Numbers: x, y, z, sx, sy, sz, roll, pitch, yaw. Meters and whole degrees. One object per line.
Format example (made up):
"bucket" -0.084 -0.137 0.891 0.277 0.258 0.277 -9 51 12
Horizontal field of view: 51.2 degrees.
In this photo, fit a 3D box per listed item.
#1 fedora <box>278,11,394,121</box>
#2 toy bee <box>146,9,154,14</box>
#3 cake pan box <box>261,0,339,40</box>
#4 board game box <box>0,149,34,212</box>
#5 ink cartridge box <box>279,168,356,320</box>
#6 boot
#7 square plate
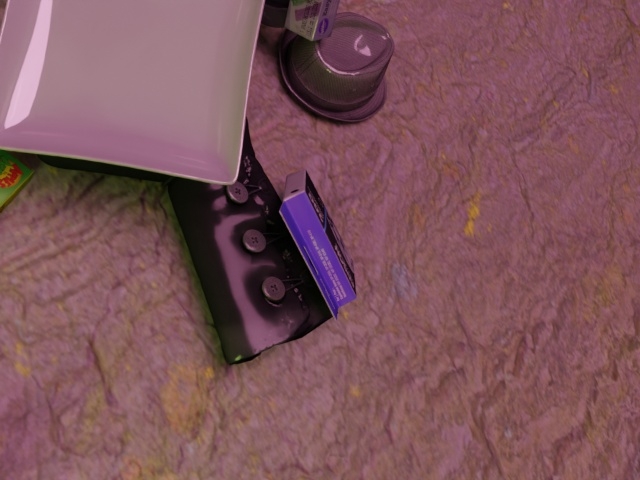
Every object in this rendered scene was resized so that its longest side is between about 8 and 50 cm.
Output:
"fedora" 0.053 -0.366 1.328 0.275 0.124 0.243 -15 81 -34
"toy bee" -0.262 -0.319 1.063 0.298 0.162 0.195 39 46 17
"cake pan box" -0.062 -0.518 1.185 0.246 0.267 0.070 35 39 21
"board game box" -0.497 -0.055 0.929 0.092 0.043 0.181 38 58 -15
"ink cartridge box" 0.000 0.000 1.106 0.208 0.045 0.206 -87 151 -69
"boot" -0.203 -0.012 1.046 0.367 0.146 0.445 -19 88 -33
"square plate" -0.262 -0.265 0.931 0.344 0.049 0.347 9 81 -7
